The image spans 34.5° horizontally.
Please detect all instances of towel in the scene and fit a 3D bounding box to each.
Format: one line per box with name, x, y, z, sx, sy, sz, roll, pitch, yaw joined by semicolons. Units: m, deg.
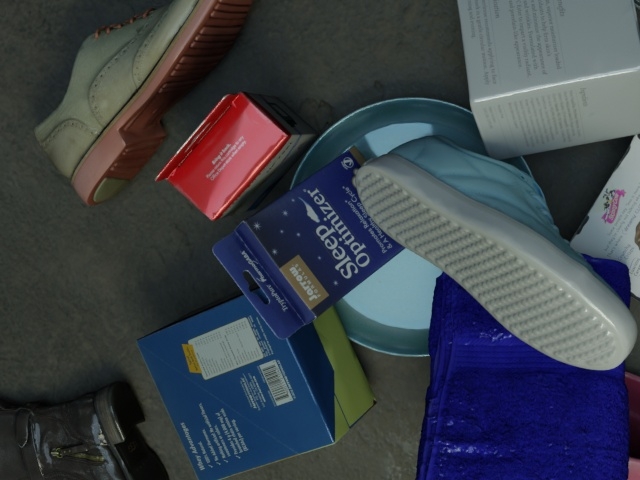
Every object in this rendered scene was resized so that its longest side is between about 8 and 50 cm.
towel;0.214;0.153;1.109;0.227;0.076;0.308;-6;56;25

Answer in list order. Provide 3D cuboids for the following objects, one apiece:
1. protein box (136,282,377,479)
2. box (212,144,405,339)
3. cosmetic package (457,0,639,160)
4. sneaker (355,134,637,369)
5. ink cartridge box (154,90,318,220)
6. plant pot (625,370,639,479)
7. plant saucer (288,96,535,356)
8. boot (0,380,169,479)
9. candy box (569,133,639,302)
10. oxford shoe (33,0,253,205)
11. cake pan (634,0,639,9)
protein box;-0.077;0.161;1.258;0.201;0.136;0.200;-24;91;28
box;0.000;0.000;1.182;0.225;0.036;0.136;-37;89;-31
cosmetic package;0.258;-0.199;1.138;0.183;0.151;0.151;-9;67;15
sneaker;0.209;-0.015;1.107;0.150;0.135;0.366;-35;57;-24
ink cartridge box;-0.092;-0.099;1.206;0.078;0.231;0.134;43;102;4
plant pot;0.321;0.269;1.197;0.201;0.201;0.180;16;114;9
plant saucer;0.114;-0.016;1.272;0.317;0.044;0.318;1;97;11
boot;-0.333;0.317;1.385;0.229;0.091;0.263;-17;89;18
candy box;0.406;-0.003;1.174;0.196;0.070;0.165;35;107;21
oxford shoe;-0.219;-0.231;1.259;0.146;0.140;0.397;42;105;8
cake pan;0.447;-0.389;1.158;0.293;0.054;0.293;1;96;11
